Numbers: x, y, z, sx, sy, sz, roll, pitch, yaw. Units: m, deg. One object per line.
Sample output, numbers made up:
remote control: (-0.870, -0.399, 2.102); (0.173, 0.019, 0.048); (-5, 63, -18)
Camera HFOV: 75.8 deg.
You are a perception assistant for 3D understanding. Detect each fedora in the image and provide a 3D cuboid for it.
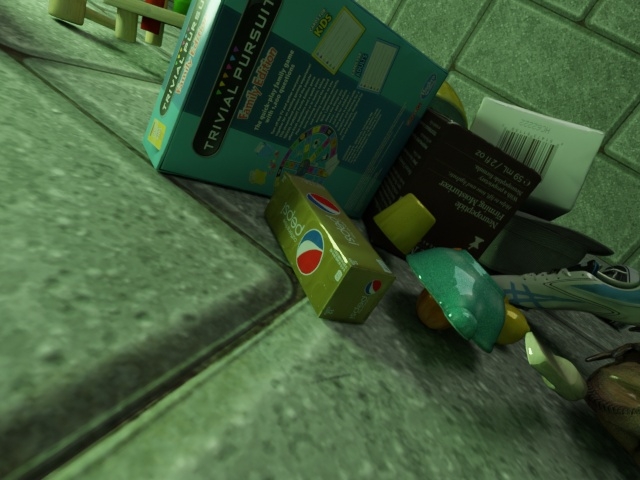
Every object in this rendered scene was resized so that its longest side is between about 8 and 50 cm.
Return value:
fedora: (0.409, 0.018, 0.832); (0.243, 0.125, 0.275); (18, 11, -35)

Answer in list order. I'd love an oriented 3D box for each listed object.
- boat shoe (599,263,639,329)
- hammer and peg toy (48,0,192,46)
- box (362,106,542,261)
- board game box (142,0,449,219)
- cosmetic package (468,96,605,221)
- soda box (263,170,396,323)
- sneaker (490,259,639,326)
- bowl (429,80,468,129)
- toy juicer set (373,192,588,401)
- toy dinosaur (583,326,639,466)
boat shoe: (0.753, 0.124, 1.085); (0.104, 0.113, 0.306); (32, 36, 20)
hammer and peg toy: (-0.321, -0.459, 0.841); (0.360, 0.128, 0.266); (14, 21, -9)
box: (0.189, -0.078, 0.655); (0.168, 0.203, 0.167); (25, 22, -14)
board game box: (-0.016, -0.178, 0.536); (0.335, 0.254, 0.079); (10, 28, -42)
cosmetic package: (0.440, -0.145, 0.973); (0.229, 0.162, 0.453); (24, 1, 16)
soda box: (0.000, 0.000, 0.432); (0.058, 0.061, 0.181); (15, 27, -34)
sneaker: (0.365, 0.069, 0.619); (0.237, 0.086, 0.085); (3, 3, 38)
bowl: (0.131, -0.255, 0.807); (0.289, 0.289, 0.156); (16, 64, -33)
toy juicer set: (0.171, 0.085, 0.467); (0.209, 0.089, 0.329); (42, 14, -25)
toy dinosaur: (0.363, 0.175, 0.452); (0.295, 0.127, 0.200); (13, 28, -29)
